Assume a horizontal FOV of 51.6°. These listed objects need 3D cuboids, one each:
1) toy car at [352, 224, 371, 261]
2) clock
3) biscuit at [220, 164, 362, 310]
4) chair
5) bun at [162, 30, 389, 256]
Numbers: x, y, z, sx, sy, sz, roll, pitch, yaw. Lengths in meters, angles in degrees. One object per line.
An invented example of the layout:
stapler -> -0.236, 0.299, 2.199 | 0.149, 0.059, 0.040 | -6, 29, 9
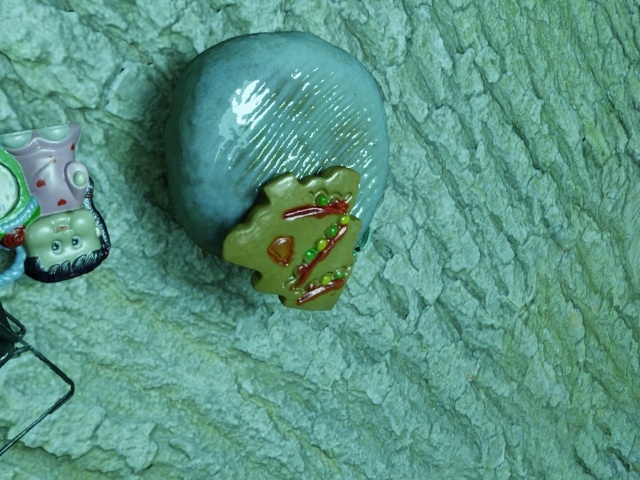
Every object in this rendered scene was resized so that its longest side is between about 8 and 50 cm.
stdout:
toy car -> 0.000, 0.000, 1.132 | 0.186, 0.058, 0.093 | -14, 106, -24
clock -> -0.367, -0.036, 0.815 | 0.194, 0.100, 0.196 | -20, 106, -30
biscuit -> -0.018, 0.012, 0.887 | 0.212, 0.041, 0.239 | -34, 129, -16
chair -> -0.398, 0.119, 0.725 | 0.145, 0.140, 0.221 | -40, 146, -26
bun -> -0.065, -0.122, 0.962 | 0.361, 0.211, 0.362 | -8, 105, -34
